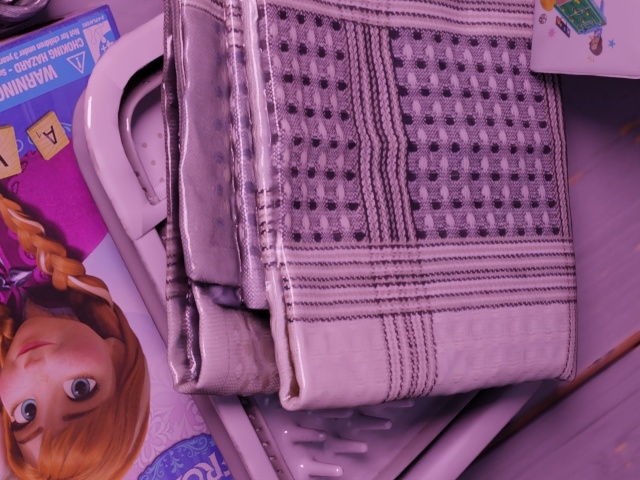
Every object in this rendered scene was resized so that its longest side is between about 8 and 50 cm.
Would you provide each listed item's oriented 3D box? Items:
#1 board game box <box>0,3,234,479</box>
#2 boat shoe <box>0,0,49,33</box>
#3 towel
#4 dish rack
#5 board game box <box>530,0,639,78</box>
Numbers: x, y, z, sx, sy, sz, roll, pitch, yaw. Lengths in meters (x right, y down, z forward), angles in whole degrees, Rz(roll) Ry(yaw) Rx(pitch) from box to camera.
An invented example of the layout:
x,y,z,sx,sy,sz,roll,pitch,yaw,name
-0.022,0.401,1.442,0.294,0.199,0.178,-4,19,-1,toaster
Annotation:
x,y,z,sx,sy,sz,roll,pitch,yaw,name
-0.197,0.073,0.783,0.318,0.066,0.318,-31,108,-36,board game box
-0.264,-0.219,0.747,0.113,0.105,0.306,-47,111,-11,boat shoe
0.043,-0.065,0.825,0.324,0.056,0.312,2,84,-44,towel
0.000,0.000,0.862,0.285,0.072,0.333,-39,111,-40,dish rack
0.244,-0.253,0.919,0.224,0.097,0.303,-4,100,-42,board game box
